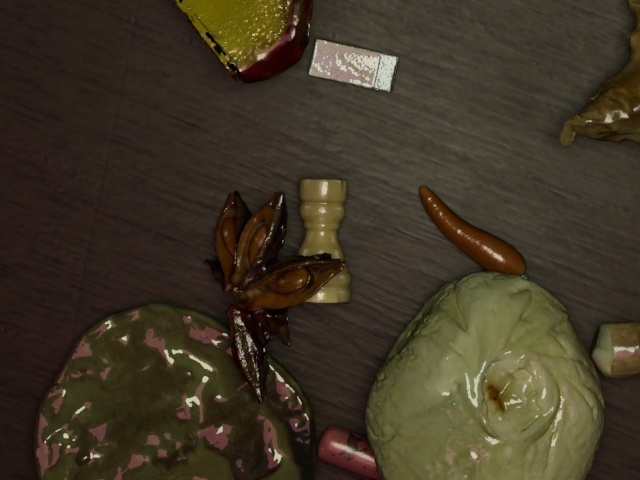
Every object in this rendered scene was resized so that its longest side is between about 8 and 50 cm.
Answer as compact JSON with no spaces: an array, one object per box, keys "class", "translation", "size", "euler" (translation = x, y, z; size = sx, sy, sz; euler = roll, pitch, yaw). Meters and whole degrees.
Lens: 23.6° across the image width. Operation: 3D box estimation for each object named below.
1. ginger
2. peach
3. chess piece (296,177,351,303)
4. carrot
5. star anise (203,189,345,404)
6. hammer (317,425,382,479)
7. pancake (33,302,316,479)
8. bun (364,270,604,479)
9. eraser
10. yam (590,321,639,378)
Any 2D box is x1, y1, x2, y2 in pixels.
[{"class":"ginger","translation":[0.356,-0.143,1.422],"size":[0.270,0.123,0.219],"euler":[-27,92,18]},{"class":"peach","translation":[-0.083,-0.224,1.463],"size":[0.172,0.092,0.127],"euler":[27,93,13]},{"class":"chess piece","translation":[0.000,0.000,1.496],"size":[0.066,0.066,0.122],"euler":[1,89,5]},{"class":"carrot","translation":[0.149,-0.002,1.496],"size":[0.142,0.035,0.035],"euler":[38,98,5]},{"class":"star anise","translation":[-0.049,0.031,1.460],"size":[0.157,0.053,0.212],"euler":[-40,56,37]},{"class":"hammer","translation":[0.038,0.213,1.523],"size":[0.083,0.043,0.043],"euler":[19,97,5]},{"class":"pancake","translation":[-0.143,0.202,1.534],"size":[0.294,0.049,0.295],"euler":[1,96,8]},{"class":"bun","translation":[0.152,0.156,1.445],"size":[0.243,0.153,0.244],"euler":[0,86,2]},{"class":"eraser","translation":[0.033,-0.171,1.494],"size":[0.083,0.019,0.038],"euler":[13,95,3]},{"class":"yam","translation":[0.411,0.109,1.470],"size":[0.299,0.066,0.066],"euler":[2,96,7]}]
